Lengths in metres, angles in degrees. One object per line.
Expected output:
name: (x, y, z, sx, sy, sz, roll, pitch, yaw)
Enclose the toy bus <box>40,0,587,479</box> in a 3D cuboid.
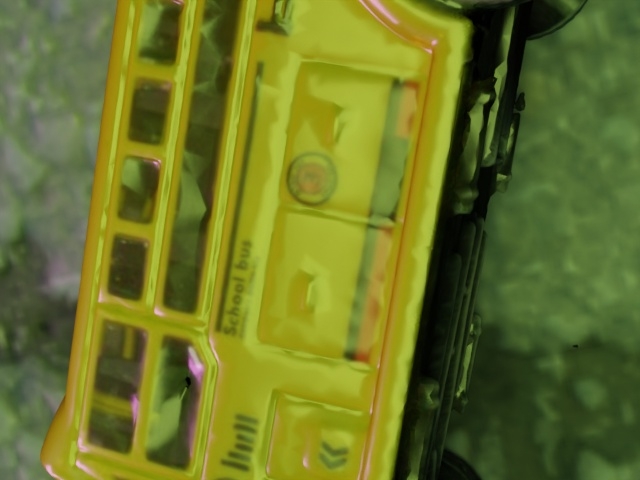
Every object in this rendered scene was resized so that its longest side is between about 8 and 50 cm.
toy bus: (0.000, 0.000, 0.382, 0.152, 0.144, 0.330, 11, 98, 13)
